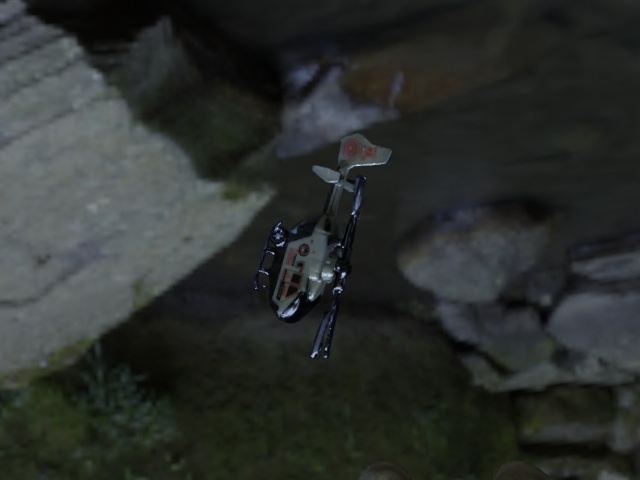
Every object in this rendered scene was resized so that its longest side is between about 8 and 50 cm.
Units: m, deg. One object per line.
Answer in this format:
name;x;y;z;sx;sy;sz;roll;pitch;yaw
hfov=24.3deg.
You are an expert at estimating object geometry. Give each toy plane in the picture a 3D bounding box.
toy plane;0.000;0.000;0.786;0.049;0.120;0.031;18;-179;29

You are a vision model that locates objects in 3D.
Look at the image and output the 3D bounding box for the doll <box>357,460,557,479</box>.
doll;0.101;0.311;0.986;0.247;0.349;0.247;2;137;1
